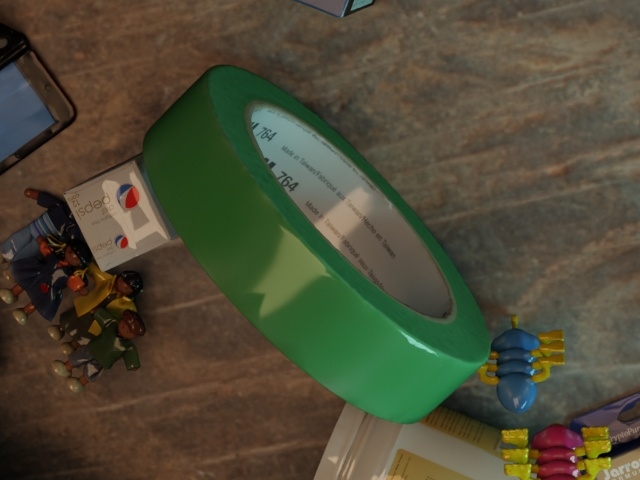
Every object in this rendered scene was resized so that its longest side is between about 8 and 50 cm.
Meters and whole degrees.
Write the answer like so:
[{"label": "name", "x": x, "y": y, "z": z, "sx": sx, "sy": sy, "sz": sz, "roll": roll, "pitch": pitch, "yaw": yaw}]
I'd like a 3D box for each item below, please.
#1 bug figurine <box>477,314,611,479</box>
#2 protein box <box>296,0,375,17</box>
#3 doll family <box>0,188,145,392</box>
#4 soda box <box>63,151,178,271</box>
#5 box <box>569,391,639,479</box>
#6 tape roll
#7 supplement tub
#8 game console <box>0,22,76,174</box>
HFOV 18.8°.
[{"label": "bug figurine", "x": 0.254, "y": 0.139, "z": 1.593, "sx": 0.279, "sy": 0.216, "sz": 0.072, "roll": -1, "pitch": 132, "yaw": 11}, {"label": "protein box", "x": -0.026, "y": -0.315, "z": 1.583, "sx": 0.199, "sy": 0.136, "sz": 0.201, "roll": 22, "pitch": 105, "yaw": 7}, {"label": "doll family", "x": -0.216, "y": 0.036, "z": 1.728, "sx": 0.111, "sy": 0.076, "sz": 0.193, "roll": -40, "pitch": 88, "yaw": 21}, {"label": "soda box", "x": -0.137, "y": -0.039, "z": 1.620, "sx": 0.069, "sy": 0.216, "sz": 0.074, "roll": -24, "pitch": 95, "yaw": 16}, {"label": "box", "x": 0.317, "y": 0.237, "z": 1.676, "sx": 0.136, "sy": 0.036, "sz": 0.225, "roll": -24, "pitch": 94, "yaw": 15}, {"label": "tape roll", "x": 0.000, "y": 0.000, "z": 1.545, "sx": 0.077, "sy": 0.321, "sz": 0.321, "roll": -44, "pitch": 90, "yaw": 17}, {"label": "supplement tub", "x": 0.100, "y": 0.217, "z": 1.660, "sx": 0.199, "sy": 0.144, "sz": 0.144, "roll": 22, "pitch": 105, "yaw": 7}, {"label": "game console", "x": -0.314, "y": -0.118, "z": 1.713, "sx": 0.144, "sy": 0.124, "sz": 0.085, "roll": -34, "pitch": 66, "yaw": 16}]
